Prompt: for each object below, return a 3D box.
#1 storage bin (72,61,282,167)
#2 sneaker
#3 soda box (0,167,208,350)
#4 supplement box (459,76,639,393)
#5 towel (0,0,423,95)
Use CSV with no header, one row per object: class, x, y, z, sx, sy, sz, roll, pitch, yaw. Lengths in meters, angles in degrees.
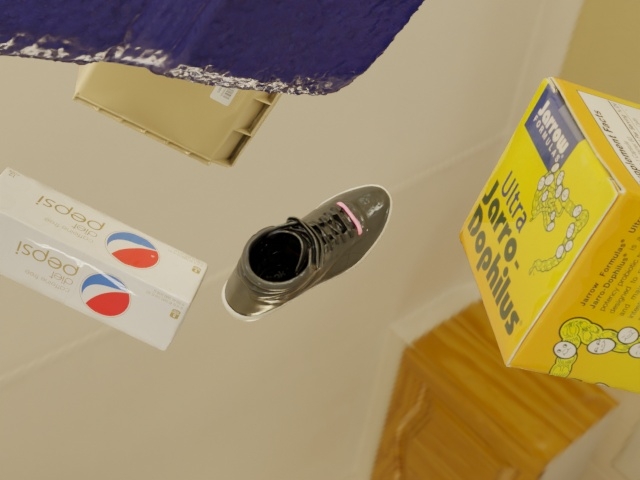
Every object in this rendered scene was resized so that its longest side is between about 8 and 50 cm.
storage bin,-0.178,-0.272,1.389,0.260,0.123,0.262,25,-61,-23
sneaker,0.000,0.000,1.345,0.296,0.104,0.147,-35,-8,-21
soda box,-0.223,0.019,0.931,0.069,0.216,0.074,-61,7,30
supplement box,0.342,0.019,0.899,0.357,0.194,0.195,14,-57,-17
towel,-0.043,-0.179,0.493,0.308,0.076,0.227,-1,-39,-49
